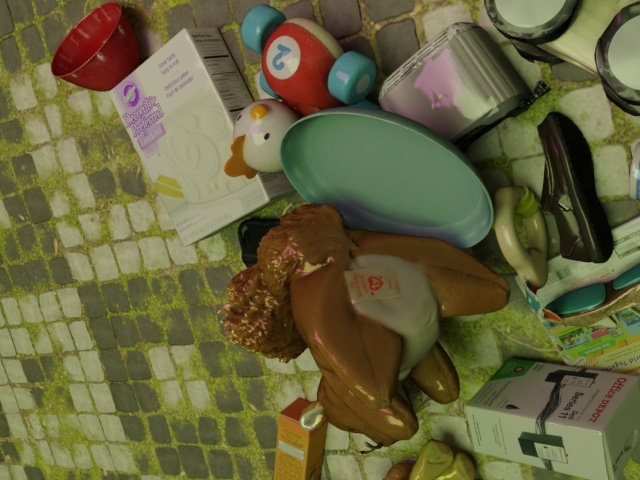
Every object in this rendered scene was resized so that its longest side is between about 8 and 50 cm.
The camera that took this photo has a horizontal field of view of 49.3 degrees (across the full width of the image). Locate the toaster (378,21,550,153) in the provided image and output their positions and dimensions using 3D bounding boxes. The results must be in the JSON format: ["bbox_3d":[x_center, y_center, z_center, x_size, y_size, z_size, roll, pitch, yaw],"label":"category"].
[{"bbox_3d":[0.192,-0.207,0.995,0.227,0.129,0.146,-36,83,37],"label":"toaster"}]

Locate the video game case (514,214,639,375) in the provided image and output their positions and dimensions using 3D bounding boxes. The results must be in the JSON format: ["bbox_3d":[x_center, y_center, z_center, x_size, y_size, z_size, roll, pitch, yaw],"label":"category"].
[{"bbox_3d":[0.430,0.093,1.008,0.227,0.026,0.206,-32,87,34],"label":"video game case"}]

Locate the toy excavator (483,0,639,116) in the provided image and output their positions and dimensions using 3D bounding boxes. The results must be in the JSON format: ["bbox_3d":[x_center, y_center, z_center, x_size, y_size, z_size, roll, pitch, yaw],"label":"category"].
[{"bbox_3d":[0.347,-0.424,0.805,0.433,0.222,0.445,36,108,18],"label":"toy excavator"}]

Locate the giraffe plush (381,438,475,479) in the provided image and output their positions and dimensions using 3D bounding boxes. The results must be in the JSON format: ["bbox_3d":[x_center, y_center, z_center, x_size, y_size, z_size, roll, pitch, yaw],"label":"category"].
[{"bbox_3d":[0.161,0.456,1.227,0.181,0.210,0.170,62,154,1],"label":"giraffe plush"}]

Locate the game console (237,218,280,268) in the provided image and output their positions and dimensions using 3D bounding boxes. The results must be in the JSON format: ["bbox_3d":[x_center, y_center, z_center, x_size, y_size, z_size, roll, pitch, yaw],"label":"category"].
[{"bbox_3d":[0.000,0.000,1.237,0.361,0.044,0.213,2,105,31],"label":"game console"}]

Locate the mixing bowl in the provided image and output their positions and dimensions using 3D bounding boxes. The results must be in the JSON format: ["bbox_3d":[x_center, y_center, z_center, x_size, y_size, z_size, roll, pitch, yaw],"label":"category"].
[{"bbox_3d":[-0.408,-0.350,1.319,0.181,0.181,0.098,-11,144,34],"label":"mixing bowl"}]

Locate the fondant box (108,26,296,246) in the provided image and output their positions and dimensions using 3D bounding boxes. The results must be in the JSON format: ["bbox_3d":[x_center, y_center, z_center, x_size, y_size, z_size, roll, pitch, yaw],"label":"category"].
[{"bbox_3d":[-0.221,-0.184,1.282,0.238,0.096,0.330,-25,90,36],"label":"fondant box"}]

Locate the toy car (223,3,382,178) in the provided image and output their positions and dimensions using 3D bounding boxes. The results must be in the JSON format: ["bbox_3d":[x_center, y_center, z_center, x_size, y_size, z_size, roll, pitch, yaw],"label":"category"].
[{"bbox_3d":[-0.063,-0.193,1.059,0.219,0.238,0.210,35,164,25],"label":"toy car"}]

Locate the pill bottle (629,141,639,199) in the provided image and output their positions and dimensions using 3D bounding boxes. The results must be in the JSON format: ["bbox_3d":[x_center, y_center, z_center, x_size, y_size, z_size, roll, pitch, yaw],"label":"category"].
[{"bbox_3d":[0.473,-0.083,0.889,0.137,0.078,0.078,9,110,30],"label":"pill bottle"}]

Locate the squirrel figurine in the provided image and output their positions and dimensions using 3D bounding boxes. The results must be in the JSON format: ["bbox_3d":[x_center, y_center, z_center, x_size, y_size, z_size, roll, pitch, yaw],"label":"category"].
[{"bbox_3d":[0.038,0.149,1.112,0.397,0.281,0.370,36,148,20],"label":"squirrel figurine"}]

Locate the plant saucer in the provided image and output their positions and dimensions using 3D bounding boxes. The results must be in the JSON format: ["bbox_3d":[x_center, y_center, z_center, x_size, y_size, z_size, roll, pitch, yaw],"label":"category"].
[{"bbox_3d":[0.094,-0.086,0.989,0.317,0.044,0.317,21,155,10],"label":"plant saucer"}]

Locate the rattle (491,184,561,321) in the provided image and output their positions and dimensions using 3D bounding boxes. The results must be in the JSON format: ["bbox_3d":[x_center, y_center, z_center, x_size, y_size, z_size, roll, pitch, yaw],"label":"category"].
[{"bbox_3d":[0.261,0.027,1.015,0.142,0.130,0.200,-12,86,24],"label":"rattle"}]

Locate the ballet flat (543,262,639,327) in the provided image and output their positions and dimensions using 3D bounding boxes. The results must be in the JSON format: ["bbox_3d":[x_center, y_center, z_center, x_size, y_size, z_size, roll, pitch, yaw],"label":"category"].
[{"bbox_3d":[0.410,0.085,0.962,0.206,0.073,0.067,-31,103,38],"label":"ballet flat"}]

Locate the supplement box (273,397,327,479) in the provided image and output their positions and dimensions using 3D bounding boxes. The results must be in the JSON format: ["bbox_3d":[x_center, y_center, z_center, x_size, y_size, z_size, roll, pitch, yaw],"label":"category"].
[{"bbox_3d":[-0.043,0.438,1.388,0.080,0.078,0.233,16,113,27],"label":"supplement box"}]

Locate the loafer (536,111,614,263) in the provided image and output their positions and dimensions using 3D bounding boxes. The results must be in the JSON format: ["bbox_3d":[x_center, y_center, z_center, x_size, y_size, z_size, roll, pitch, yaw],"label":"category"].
[{"bbox_3d":[0.336,-0.069,0.971,0.078,0.080,0.220,-17,86,43],"label":"loafer"}]

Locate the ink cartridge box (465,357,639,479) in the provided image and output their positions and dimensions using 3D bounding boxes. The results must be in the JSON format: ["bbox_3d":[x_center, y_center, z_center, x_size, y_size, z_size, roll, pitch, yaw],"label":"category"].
[{"bbox_3d":[0.342,0.253,1.012,0.208,0.153,0.087,1,113,43],"label":"ink cartridge box"}]
